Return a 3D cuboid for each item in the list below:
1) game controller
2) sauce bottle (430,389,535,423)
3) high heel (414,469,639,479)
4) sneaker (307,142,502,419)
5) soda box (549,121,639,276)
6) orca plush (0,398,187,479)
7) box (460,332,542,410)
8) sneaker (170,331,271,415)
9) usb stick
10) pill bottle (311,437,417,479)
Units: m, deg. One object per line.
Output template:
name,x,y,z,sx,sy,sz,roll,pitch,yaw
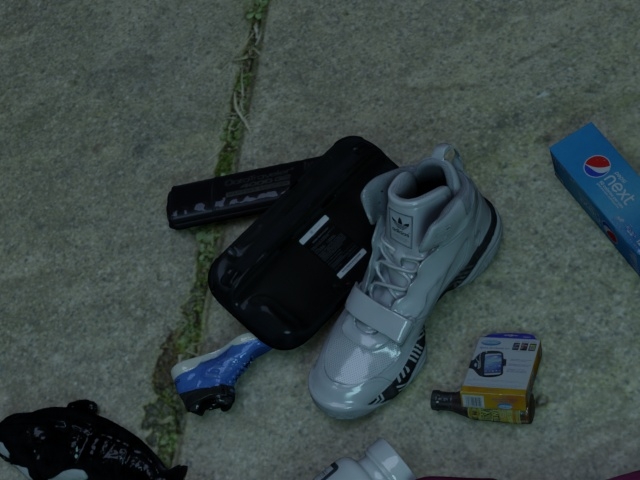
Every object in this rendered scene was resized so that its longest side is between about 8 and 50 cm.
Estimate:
game controller,0.000,0.000,1.815,0.166,0.067,0.319,45,71,1
sauce bottle,0.202,0.206,1.667,0.128,0.042,0.042,1,60,21
high heel,0.296,0.291,1.540,0.377,0.127,0.181,15,64,16
sneaker,0.089,0.044,1.700,0.137,0.210,0.366,29,73,31
soda box,0.387,-0.054,1.745,0.071,0.067,0.210,-32,55,-2
orca plush,-0.327,0.280,1.763,0.287,0.102,0.151,26,71,30
box,0.228,0.161,1.665,0.081,0.028,0.136,2,29,20
sneaker,-0.117,0.182,1.782,0.152,0.058,0.084,-21,63,-5
usb stick,-0.092,-0.071,1.935,0.278,0.045,0.077,-11,50,12
pill bottle,0.030,0.326,1.610,0.180,0.108,0.108,-38,55,-6
